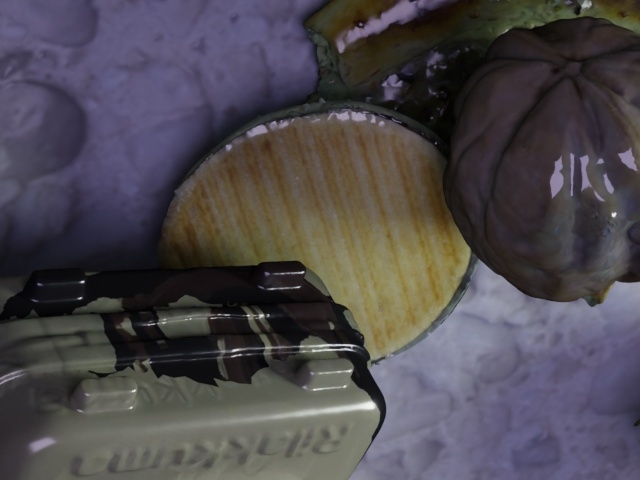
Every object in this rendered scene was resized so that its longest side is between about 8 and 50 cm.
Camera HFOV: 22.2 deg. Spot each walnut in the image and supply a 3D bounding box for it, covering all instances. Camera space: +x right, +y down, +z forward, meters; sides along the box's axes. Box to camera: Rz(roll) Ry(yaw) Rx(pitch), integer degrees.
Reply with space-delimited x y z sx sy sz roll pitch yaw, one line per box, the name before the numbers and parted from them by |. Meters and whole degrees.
walnut | 0.196 -0.059 1.233 0.224 0.224 0.224 -5 112 -13

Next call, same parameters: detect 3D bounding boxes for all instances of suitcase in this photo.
suitcase | -0.146 0.183 1.239 0.351 0.194 0.339 -1 136 -36

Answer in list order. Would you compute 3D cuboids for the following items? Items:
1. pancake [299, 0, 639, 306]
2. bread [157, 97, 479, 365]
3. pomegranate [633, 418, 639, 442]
pancake | 0.186 -0.114 1.333 0.426 0.067 0.305 22 106 -23
bread | 0.000 0.000 1.321 0.267 0.040 0.267 -4 122 -6
pomegranate | 0.405 0.181 1.435 0.256 0.221 0.221 -4 112 -2
